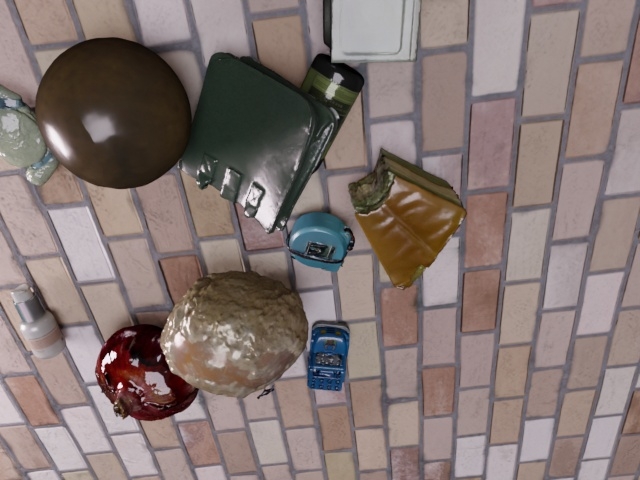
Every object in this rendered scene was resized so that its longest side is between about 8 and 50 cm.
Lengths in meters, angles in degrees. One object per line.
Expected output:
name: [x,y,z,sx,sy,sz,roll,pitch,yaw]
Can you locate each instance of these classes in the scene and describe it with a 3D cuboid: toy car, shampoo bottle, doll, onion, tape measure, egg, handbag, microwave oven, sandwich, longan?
toy car: [0.018,0.303,1.198,0.097,0.100,0.191,5,115,-1]
shampoo bottle: [-0.025,-0.200,0.908,0.101,0.101,0.284,24,116,-15]
doll: [-0.569,-0.200,0.905,0.103,0.071,0.214,-12,123,6]
onion: [-0.409,0.324,1.127,0.252,0.219,0.252,3,116,6]
tape measure: [0.000,0.000,1.034,0.146,0.081,0.125,13,136,-6]
egg: [-0.181,0.197,1.033,0.310,0.279,0.279,-8,123,-24]
handbag: [-0.122,-0.173,0.866,0.247,0.079,0.260,36,118,19]
microwave oven: [0.084,-0.405,0.781,0.163,0.129,0.205,1,119,0]
sandwich: [0.139,-0.039,0.979,0.198,0.155,0.227,24,116,-13]
longan: [-0.348,-0.211,0.819,0.258,0.258,0.258,-1,120,-2]
shampoo bottle: [-0.665,0.188,1.121,0.074,0.074,0.192,-8,119,3]
